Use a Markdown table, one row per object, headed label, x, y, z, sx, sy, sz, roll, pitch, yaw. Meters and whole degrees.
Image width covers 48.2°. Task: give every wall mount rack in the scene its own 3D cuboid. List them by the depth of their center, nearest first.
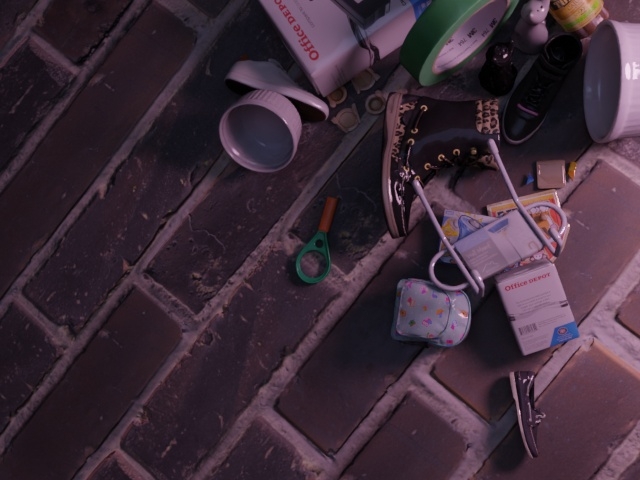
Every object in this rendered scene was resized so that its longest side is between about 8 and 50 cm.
| label | x | y | z | sx | sy | sz | roll | pitch | yaw |
| --- | --- | --- | --- | --- | --- | --- | --- | --- | --- |
| wall mount rack | 0.383 | -0.047 | 1.656 | 0.350 | 0.130 | 0.304 | -28 | 62 | -1 |

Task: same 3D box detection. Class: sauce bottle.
| label | x | y | z | sx | sy | sz | roll | pitch | yaw |
| --- | --- | --- | --- | --- | --- | --- | --- | --- | --- |
| sauce bottle | 0.542 | -0.627 | 1.688 | 0.344 | 0.111 | 0.111 | 40 | 94 | -20 |

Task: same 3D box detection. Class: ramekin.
| label | x | y | z | sx | sy | sz | roll | pitch | yaw |
| --- | --- | --- | --- | --- | --- | --- | --- | --- | --- |
| ramekin | 0.705 | -0.361 | 1.631 | 0.135 | 0.277 | 0.277 | 0 | 84 | 4 |
| ramekin | -0.146 | -0.288 | 1.835 | 0.207 | 0.207 | 0.109 | 10 | 43 | 13 |

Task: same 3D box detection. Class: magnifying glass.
| label | x | y | z | sx | sy | sz | roll | pitch | yaw |
| --- | --- | --- | --- | --- | --- | --- | --- | --- | --- |
| magnifying glass | 0.000 | 0.000 | 1.861 | 0.092 | 0.026 | 0.230 | 16 | 89 | 13 |

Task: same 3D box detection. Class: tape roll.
| label | x | y | z | sx | sy | sz | roll | pitch | yaw |
| --- | --- | --- | --- | --- | --- | --- | --- | --- | --- |
| tape roll | 0.331 | -0.508 | 1.693 | 0.321 | 0.321 | 0.077 | -40 | 78 | 5 |

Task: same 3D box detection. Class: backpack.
| label | x | y | z | sx | sy | sz | roll | pitch | yaw |
| --- | --- | --- | --- | --- | --- | --- | --- | --- | --- |
| backpack | 0.271 | 0.177 | 1.725 | 0.189 | 0.144 | 0.165 | 8 | 80 | 9 |

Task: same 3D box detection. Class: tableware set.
| label | x | y | z | sx | sy | sz | roll | pitch | yaw |
| --- | --- | --- | --- | --- | --- | --- | --- | --- | --- |
| tableware set | 0.092 | -0.373 | 1.882 | 0.169 | 0.020 | 0.141 | -30 | 79 | 7 |

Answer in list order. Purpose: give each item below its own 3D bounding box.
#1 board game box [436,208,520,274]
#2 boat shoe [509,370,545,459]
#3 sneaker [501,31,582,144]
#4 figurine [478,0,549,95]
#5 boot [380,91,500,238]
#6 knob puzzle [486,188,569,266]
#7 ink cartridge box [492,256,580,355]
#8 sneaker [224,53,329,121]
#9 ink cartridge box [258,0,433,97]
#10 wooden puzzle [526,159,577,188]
| label | x | y | z | sx | sy | sz | roll | pitch | yaw |
| --- | --- | --- | --- | --- | --- | --- | --- | --- | --- |
| board game box | 0.393 | 0.005 | 1.753 | 0.201 | 0.035 | 0.136 | 10 | 95 | 18 |
| boat shoe | 0.496 | 0.409 | 1.687 | 0.065 | 0.075 | 0.206 | -12 | 77 | 13 |
| sneaker | 0.529 | -0.377 | 1.727 | 0.105 | 0.147 | 0.295 | 31 | 92 | 11 |
| figurine | 0.471 | -0.473 | 1.717 | 0.092 | 0.209 | 0.215 | 39 | 92 | 13 |
| boot | 0.295 | -0.190 | 1.759 | 0.284 | 0.138 | 0.377 | 1 | 73 | 12 |
| knob puzzle | 0.513 | -0.015 | 1.751 | 0.213 | 0.030 | 0.213 | -1 | 84 | 11 |
| ink cartridge box | 0.504 | 0.154 | 1.681 | 0.140 | 0.082 | 0.190 | -21 | 98 | 9 |
| sneaker | -0.099 | -0.414 | 1.885 | 0.290 | 0.106 | 0.123 | 24 | 69 | 4 |
| ink cartridge box | 0.077 | -0.603 | 1.828 | 0.395 | 0.166 | 0.285 | -34 | 76 | 5 |
| wooden puzzle | 0.569 | -0.163 | 1.764 | 0.116 | 0.014 | 0.078 | 5 | 81 | 12 |
